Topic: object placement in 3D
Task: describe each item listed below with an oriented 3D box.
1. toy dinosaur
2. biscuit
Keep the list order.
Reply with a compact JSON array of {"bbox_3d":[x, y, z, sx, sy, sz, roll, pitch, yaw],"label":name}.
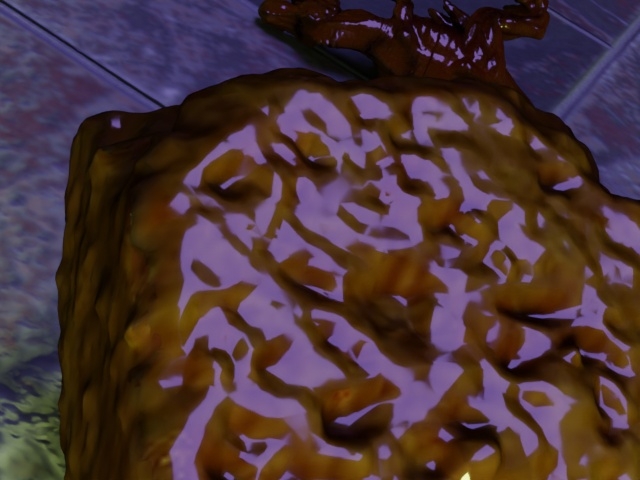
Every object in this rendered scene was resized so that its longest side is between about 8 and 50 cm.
[{"bbox_3d":[0.159,-0.161,1.428,0.432,0.097,0.208,27,45,4],"label":"toy dinosaur"},{"bbox_3d":[0.041,0.104,0.762,0.343,0.166,0.395,5,60,-20],"label":"biscuit"}]
